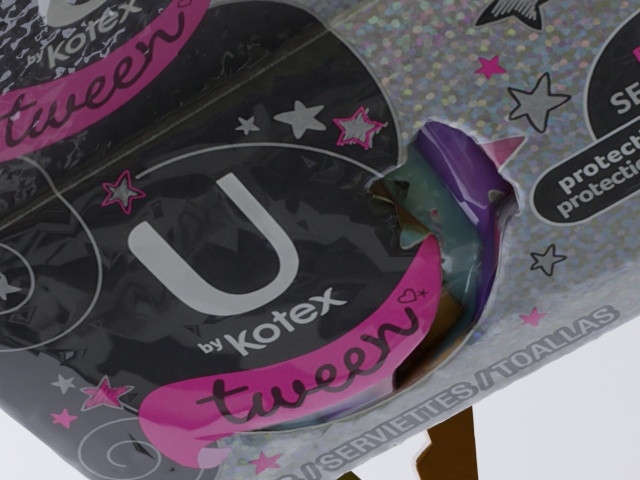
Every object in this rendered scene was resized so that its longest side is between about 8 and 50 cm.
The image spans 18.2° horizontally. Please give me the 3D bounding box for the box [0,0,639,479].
[{"bbox_3d":[0.016,-0.056,0.539,0.142,0.247,0.163,46,-159,-39],"label":"box"}]

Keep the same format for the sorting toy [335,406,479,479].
[{"bbox_3d":[0.000,0.000,1.119,0.229,0.041,0.307,-5,-89,-7],"label":"sorting toy"}]
